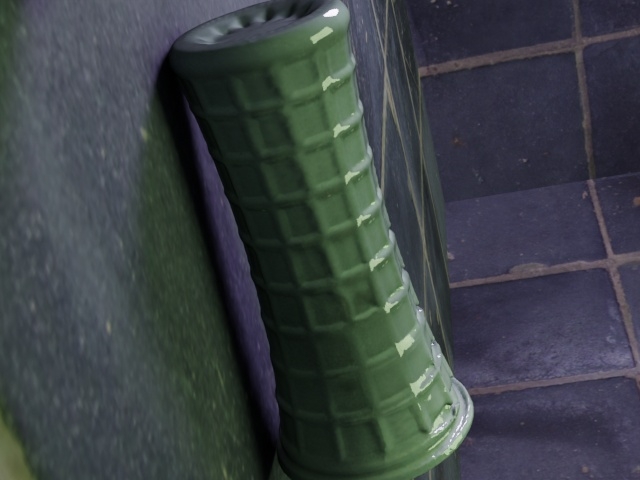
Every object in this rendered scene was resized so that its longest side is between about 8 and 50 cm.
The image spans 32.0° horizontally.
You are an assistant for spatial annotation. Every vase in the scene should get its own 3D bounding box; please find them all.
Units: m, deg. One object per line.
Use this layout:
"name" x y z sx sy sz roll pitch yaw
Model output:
"vase" 0.000 0.000 0.720 0.143 0.143 0.299 -77 154 -64
